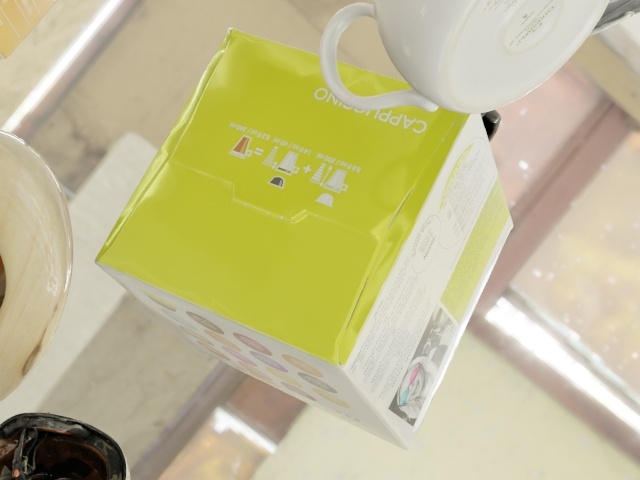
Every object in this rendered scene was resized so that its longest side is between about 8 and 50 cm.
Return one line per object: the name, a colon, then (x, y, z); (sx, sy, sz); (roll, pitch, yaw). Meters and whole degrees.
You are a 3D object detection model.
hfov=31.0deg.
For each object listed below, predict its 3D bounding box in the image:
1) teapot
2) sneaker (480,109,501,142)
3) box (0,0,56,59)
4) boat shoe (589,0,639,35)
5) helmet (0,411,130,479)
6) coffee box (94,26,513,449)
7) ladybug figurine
teapot: (0.137, -0.253, 1.081); (0.187, 0.256, 0.252); (49, -28, 29)
sneaker: (0.214, -0.207, 1.832); (0.146, 0.293, 0.102); (4, -38, 7)
box: (-0.275, -0.379, 1.099); (0.168, 0.345, 0.215); (38, -8, 4)
boat shoe: (0.392, -0.322, 1.308); (0.102, 0.301, 0.108); (50, 15, -45)
helmet: (-0.316, 0.292, 1.376); (0.161, 0.169, 0.169); (36, 3, -40)
coffee box: (0.000, 0.000, 1.406); (0.338, 0.338, 0.334); (21, -16, 25)
ladybug figurine: (-0.458, 0.039, 1.446); (0.305, 0.449, 0.162); (35, 27, -2)
